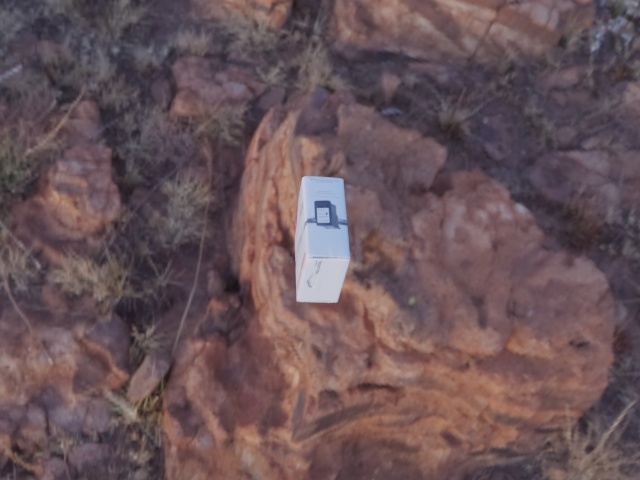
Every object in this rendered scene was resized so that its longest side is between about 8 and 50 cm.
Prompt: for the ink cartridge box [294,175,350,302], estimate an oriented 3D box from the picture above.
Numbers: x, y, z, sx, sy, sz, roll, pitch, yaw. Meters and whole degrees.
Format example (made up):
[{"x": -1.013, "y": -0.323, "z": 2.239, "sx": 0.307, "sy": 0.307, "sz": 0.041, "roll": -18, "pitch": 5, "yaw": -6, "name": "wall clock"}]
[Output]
[{"x": 0.000, "y": 0.000, "z": 1.356, "sx": 0.063, "sy": 0.109, "sz": 0.150, "roll": 3, "pitch": 51, "yaw": -9, "name": "ink cartridge box"}]
